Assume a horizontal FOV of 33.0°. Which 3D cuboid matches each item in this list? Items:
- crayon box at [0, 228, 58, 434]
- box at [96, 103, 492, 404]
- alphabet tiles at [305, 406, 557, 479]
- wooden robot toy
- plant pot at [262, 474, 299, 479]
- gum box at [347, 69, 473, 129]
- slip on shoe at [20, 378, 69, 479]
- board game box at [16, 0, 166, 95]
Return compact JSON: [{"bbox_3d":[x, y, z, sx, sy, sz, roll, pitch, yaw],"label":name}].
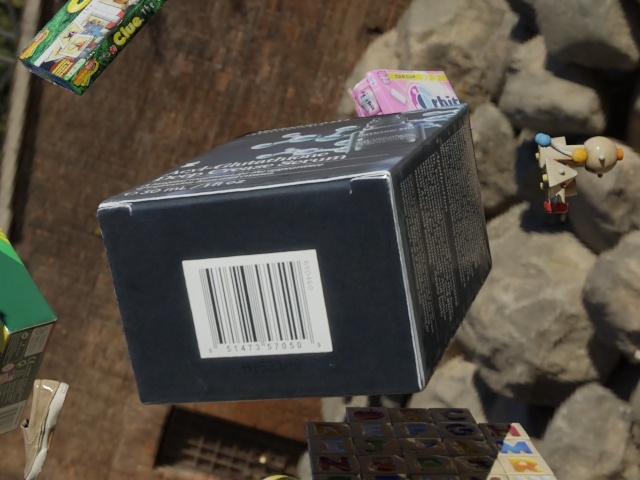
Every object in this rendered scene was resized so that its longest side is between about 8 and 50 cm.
[{"bbox_3d":[-0.630,0.142,1.967,0.106,0.313,0.363,-17,-30,-40],"label":"crayon box"},{"bbox_3d":[0.000,0.000,1.156,0.395,0.293,0.212,-41,-57,-67],"label":"box"},{"bbox_3d":[0.129,0.263,1.307,0.342,0.285,0.011,-108,19,-79],"label":"alphabet tiles"},{"bbox_3d":[0.249,-0.069,1.029,0.173,0.079,0.076,-34,-64,-78],"label":"wooden robot toy"},{"bbox_3d":[-0.051,0.474,1.879,0.095,0.134,0.134,-28,41,58],"label":"plant pot"},{"bbox_3d":[0.133,-0.194,1.622,0.062,0.188,0.107,-37,71,39],"label":"gum box"},{"bbox_3d":[-0.341,0.228,1.300,0.051,0.041,0.135,-97,27,-67],"label":"slip on shoe"},{"bbox_3d":[-0.214,-0.274,1.186,0.260,0.030,0.136,-51,39,-12],"label":"board game box"}]
